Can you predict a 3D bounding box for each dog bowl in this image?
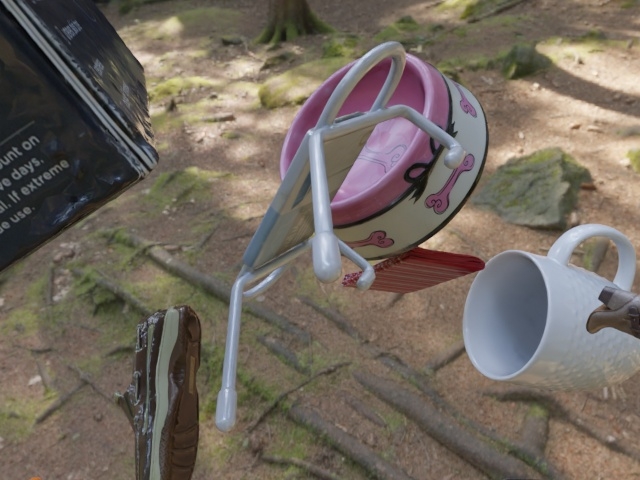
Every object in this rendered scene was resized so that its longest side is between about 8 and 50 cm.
[{"bbox_3d":[0.094,-0.174,1.014,0.408,0.150,0.407,-22,53,32],"label":"dog bowl"}]

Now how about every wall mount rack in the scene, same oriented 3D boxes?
[{"bbox_3d":[0.000,0.000,0.513,0.130,0.350,0.304,41,38,13],"label":"wall mount rack"}]

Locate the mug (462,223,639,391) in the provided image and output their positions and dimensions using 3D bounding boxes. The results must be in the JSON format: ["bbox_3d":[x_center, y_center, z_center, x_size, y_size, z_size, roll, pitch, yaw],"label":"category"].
[{"bbox_3d":[0.540,0.144,1.154,0.328,0.373,0.276,14,13,-18],"label":"mug"}]

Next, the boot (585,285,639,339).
[{"bbox_3d":[0.449,0.122,0.794,0.042,0.118,0.087,-34,49,-21],"label":"boot"}]

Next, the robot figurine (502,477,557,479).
[{"bbox_3d":[0.369,0.505,0.903,0.278,0.209,0.173,-10,57,24],"label":"robot figurine"}]

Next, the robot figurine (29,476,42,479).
[{"bbox_3d":[-0.493,0.457,0.795,0.158,0.128,0.219,12,18,8],"label":"robot figurine"}]

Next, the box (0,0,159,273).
[{"bbox_3d":[-0.404,-0.228,0.436,0.298,0.471,0.480,-34,30,-2],"label":"box"}]

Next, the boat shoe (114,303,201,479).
[{"bbox_3d":[-0.211,0.208,0.686,0.095,0.095,0.257,-9,51,7],"label":"boat shoe"}]

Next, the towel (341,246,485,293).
[{"bbox_3d":[0.195,0.071,1.174,0.199,0.275,0.031,10,70,-26],"label":"towel"}]
